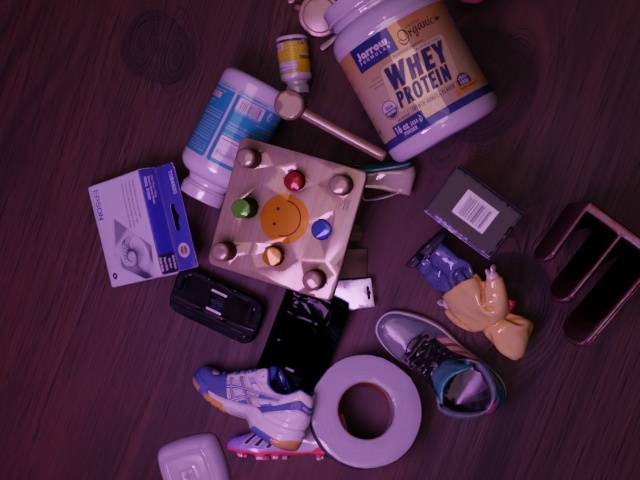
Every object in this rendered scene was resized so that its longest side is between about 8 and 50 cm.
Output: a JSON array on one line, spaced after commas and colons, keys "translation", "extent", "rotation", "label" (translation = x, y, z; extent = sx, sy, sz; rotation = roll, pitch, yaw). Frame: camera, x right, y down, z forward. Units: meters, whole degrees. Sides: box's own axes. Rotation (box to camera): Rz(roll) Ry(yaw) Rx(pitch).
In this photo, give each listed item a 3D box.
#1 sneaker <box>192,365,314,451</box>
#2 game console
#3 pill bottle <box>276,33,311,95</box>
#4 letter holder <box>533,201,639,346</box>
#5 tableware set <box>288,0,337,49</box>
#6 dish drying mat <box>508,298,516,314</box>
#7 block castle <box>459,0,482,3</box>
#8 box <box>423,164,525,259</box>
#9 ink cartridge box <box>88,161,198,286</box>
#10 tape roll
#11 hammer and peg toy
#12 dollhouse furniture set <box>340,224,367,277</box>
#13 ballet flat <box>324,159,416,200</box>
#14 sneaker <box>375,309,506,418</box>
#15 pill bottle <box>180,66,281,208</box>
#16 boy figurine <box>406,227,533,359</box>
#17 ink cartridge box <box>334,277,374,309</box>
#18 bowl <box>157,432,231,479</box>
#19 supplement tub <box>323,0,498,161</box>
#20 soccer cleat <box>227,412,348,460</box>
[{"translation": [-0.126, 0.300, 1.840], "extent": [0.296, 0.112, 0.131], "rotation": [24, 88, 35], "label": "sneaker"}, {"translation": [-0.136, 0.153, 1.888], "extent": [0.361, 0.044, 0.213], "rotation": [24, 105, 8], "label": "game console"}, {"translation": [-0.052, -0.351, 1.862], "extent": [0.065, 0.065, 0.116], "rotation": [-6, 91, 9], "label": "pill bottle"}, {"translation": [0.463, 0.058, 1.677], "extent": [0.152, 0.302, 0.214], "rotation": [37, 97, 6], "label": "letter holder"}, {"translation": [0.043, -0.486, 1.859], "extent": [0.194, 0.039, 0.128], "rotation": [-33, 98, 14], "label": "tableware set"}, {"translation": [0.364, 0.156, 1.843], "extent": [0.032, 0.008, 0.083], "rotation": [17, 94, 9], "label": "dish drying mat"}, {"translation": [0.421, -0.648, 1.717], "extent": [0.453, 0.213, 0.303], "rotation": [-20, 77, 2], "label": "block castle"}, {"translation": [0.289, -0.054, 1.748], "extent": [0.153, 0.207, 0.108], "rotation": [37, 96, 7], "label": "box"}, {"translation": [-0.364, -0.028, 1.879], "extent": [0.224, 0.045, 0.223], "rotation": [-15, 89, 36], "label": "ink cartridge box"}, {"translation": [0.086, 0.338, 1.822], "extent": [0.219, 0.072, 0.219], "rotation": [1, 75, -4], "label": "tape roll"}, {"translation": [-0.043, -0.091, 1.728], "extent": [0.266, 0.127, 0.361], "rotation": [18, 95, 11], "label": "hammer and peg toy"}, {"translation": [0.000, 0.000, 1.883], "extent": [0.151, 0.123, 0.144], "rotation": [3, 92, 43], "label": "dollhouse furniture set"}, {"translation": [0.067, -0.117, 1.849], "extent": [0.248, 0.086, 0.086], "rotation": [0, 92, 8], "label": "ballet flat"}, {"translation": [0.228, 0.244, 1.780], "extent": [0.295, 0.178, 0.124], "rotation": [33, 96, 6], "label": "sneaker"}, {"translation": [-0.180, -0.200, 1.844], "extent": [0.146, 0.146, 0.264], "rotation": [29, 95, 7], "label": "pill bottle"}, {"translation": [0.302, 0.107, 1.787], "extent": [0.285, 0.092, 0.177], "rotation": [44, 140, 5], "label": "boy figurine"}, {"translation": [0.051, 0.110, 1.878], "extent": [0.115, 0.029, 0.063], "rotation": [-7, 91, 8], "label": "ink cartridge box"}, {"translation": [-0.267, 0.480, 1.924], "extent": [0.142, 0.053, 0.142], "rotation": [-17, 88, 8], "label": "bowl"}, {"translation": [0.165, -0.332, 1.740], "extent": [0.228, 0.228, 0.316], "rotation": [-30, 91, 8], "label": "supplement tub"}, {"translation": [-0.066, 0.399, 1.884], "extent": [0.248, 0.083, 0.095], "rotation": [-1, 76, 8], "label": "soccer cleat"}]
